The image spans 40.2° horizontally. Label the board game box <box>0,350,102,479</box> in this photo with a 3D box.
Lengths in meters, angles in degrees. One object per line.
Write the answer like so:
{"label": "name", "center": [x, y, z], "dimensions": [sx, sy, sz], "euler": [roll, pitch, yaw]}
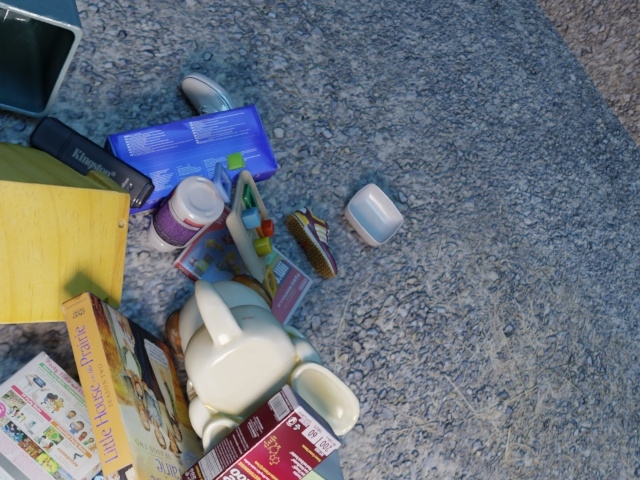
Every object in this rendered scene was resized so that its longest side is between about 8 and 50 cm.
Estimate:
{"label": "board game box", "center": [-0.512, 0.367, 1.488], "dimensions": [0.224, 0.097, 0.303], "euler": [40, 49, 9]}

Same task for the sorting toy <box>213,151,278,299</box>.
{"label": "sorting toy", "center": [-0.137, -0.033, 1.879], "dimensions": [0.196, 0.047, 0.348], "euler": [-81, 155, -54]}

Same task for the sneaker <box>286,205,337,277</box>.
{"label": "sneaker", "center": [0.000, 0.000, 2.094], "dimensions": [0.084, 0.069, 0.185], "euler": [-31, 87, -36]}

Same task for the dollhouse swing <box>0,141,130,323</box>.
{"label": "dollhouse swing", "center": [-0.590, -0.029, 1.619], "dimensions": [0.346, 0.305, 0.315], "euler": [2, 94, -50]}

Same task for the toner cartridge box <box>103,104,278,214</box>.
{"label": "toner cartridge box", "center": [-0.283, -0.181, 1.929], "dimensions": [0.347, 0.075, 0.165], "euler": [-16, 79, -25]}

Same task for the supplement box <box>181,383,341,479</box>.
{"label": "supplement box", "center": [-0.100, 0.371, 1.475], "dimensions": [0.130, 0.239, 0.073], "euler": [48, 1, -33]}

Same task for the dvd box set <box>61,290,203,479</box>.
{"label": "dvd box set", "center": [-0.305, 0.322, 1.528], "dimensions": [0.420, 0.062, 0.307], "euler": [65, 7, 33]}

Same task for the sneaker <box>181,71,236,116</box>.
{"label": "sneaker", "center": [-0.243, -0.281, 2.053], "dimensions": [0.258, 0.094, 0.091], "euler": [49, 44, -5]}

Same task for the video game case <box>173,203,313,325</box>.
{"label": "video game case", "center": [-0.168, 0.072, 1.968], "dimensions": [0.285, 0.025, 0.204], "euler": [41, 50, -10]}

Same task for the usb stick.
{"label": "usb stick", "center": [-0.472, -0.161, 1.804], "dimensions": [0.278, 0.045, 0.077], "euler": [32, 78, 5]}

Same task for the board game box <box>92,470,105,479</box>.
{"label": "board game box", "center": [-0.402, 0.634, 1.493], "dimensions": [0.390, 0.050, 0.390], "euler": [47, 49, -6]}

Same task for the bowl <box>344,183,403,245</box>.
{"label": "bowl", "center": [0.129, -0.061, 2.227], "dimensions": [0.142, 0.053, 0.142], "euler": [50, 50, -4]}

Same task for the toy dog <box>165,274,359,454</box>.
{"label": "toy dog", "center": [-0.172, 0.223, 1.678], "dimensions": [0.284, 0.408, 0.395], "euler": [-40, 113, -2]}

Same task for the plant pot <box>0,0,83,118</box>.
{"label": "plant pot", "center": [-0.642, -0.445, 1.773], "dimensions": [0.247, 0.248, 0.252], "euler": [13, 43, -30]}

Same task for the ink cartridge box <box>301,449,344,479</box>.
{"label": "ink cartridge box", "center": [-0.032, 0.433, 1.781], "dimensions": [0.171, 0.056, 0.235], "euler": [39, 7, -15]}

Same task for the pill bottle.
{"label": "pill bottle", "center": [-0.290, -0.048, 1.833], "dimensions": [0.108, 0.193, 0.108], "euler": [17, 57, -28]}
